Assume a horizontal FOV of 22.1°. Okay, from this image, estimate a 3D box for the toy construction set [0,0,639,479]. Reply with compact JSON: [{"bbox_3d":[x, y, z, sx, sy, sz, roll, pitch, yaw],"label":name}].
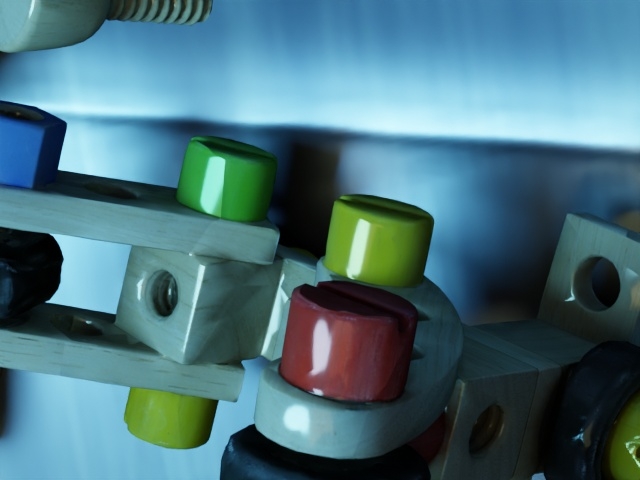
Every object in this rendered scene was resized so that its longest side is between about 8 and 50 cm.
[{"bbox_3d":[0.000,0.000,0.580,0.257,0.237,0.309,-10,85,49],"label":"toy construction set"}]
